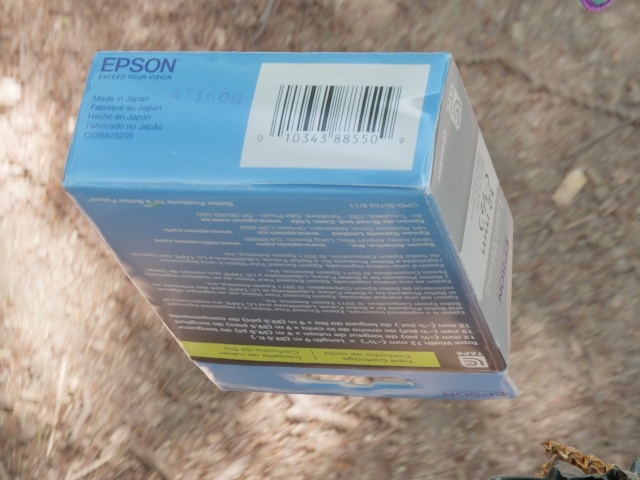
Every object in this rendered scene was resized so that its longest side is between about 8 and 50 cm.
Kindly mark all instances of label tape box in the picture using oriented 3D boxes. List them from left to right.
[{"bbox_3d":[0.000,0.000,1.398,0.249,0.347,0.115,1,65,17],"label":"label tape box"}]

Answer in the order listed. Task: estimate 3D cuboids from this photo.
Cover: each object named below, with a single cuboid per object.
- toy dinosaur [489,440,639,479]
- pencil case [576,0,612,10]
[{"bbox_3d":[0.190,0.187,0.945,0.218,0.322,0.164,5,87,-27],"label":"toy dinosaur"},{"bbox_3d":[0.145,-0.220,1.375,0.152,0.070,0.064,36,118,26],"label":"pencil case"}]
